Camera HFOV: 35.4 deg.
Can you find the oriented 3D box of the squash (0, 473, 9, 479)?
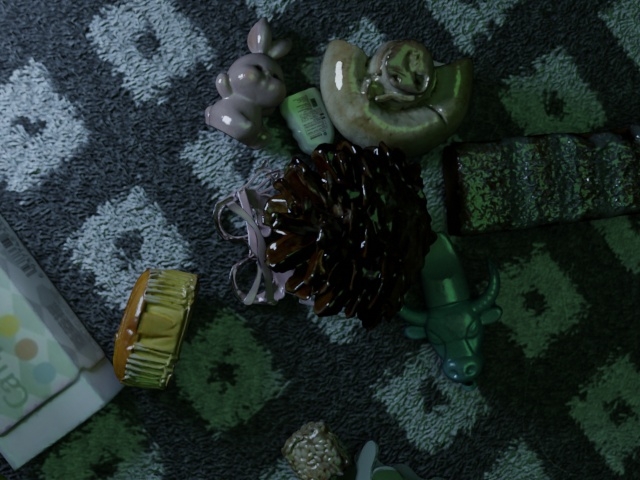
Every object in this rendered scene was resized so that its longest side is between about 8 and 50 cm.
[{"bbox_3d":[-0.459,0.458,1.524,0.289,0.111,0.203,35,114,-5],"label":"squash"}]

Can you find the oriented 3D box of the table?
[{"bbox_3d":[0.141,0.435,1.635,0.198,0.166,0.166,23,84,-18],"label":"table"}]

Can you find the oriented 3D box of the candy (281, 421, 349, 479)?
[{"bbox_3d":[-0.004,0.355,1.639,0.095,0.085,0.110,-40,86,-4],"label":"candy"}]

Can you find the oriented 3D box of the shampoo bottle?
[{"bbox_3d":[-0.008,-0.175,1.669,0.077,0.045,0.151,-25,92,-13],"label":"shampoo bottle"}]

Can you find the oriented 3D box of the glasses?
[{"bbox_3d":[-0.076,-0.005,1.629,0.162,0.095,0.255,-14,94,-16],"label":"glasses"}]

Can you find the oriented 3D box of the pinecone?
[{"bbox_3d":[0.041,-0.011,1.537,0.296,0.242,0.298,19,64,-43],"label":"pinecone"}]

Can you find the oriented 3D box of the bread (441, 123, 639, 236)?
[{"bbox_3d":[0.416,-0.108,1.721,0.417,0.113,0.165,-8,88,-11],"label":"bread"}]

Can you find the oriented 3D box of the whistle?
[{"bbox_3d":[0.221,0.120,1.687,0.186,0.093,0.273,-15,89,15],"label":"whistle"}]

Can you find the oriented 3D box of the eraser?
[{"bbox_3d":[-0.499,0.131,1.542,0.213,0.082,0.396,-37,96,-10],"label":"eraser"}]

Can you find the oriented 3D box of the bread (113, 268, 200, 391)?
[{"bbox_3d":[-0.260,0.136,1.567,0.114,0.132,0.190,12,84,-9],"label":"bread"}]

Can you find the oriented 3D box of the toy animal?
[{"bbox_3d":[-0.104,-0.260,1.617,0.124,0.124,0.212,23,88,-10],"label":"toy animal"}]

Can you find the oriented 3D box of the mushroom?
[{"bbox_3d":[0.126,-0.227,1.624,0.254,0.195,0.188,1,92,-8],"label":"mushroom"}]
